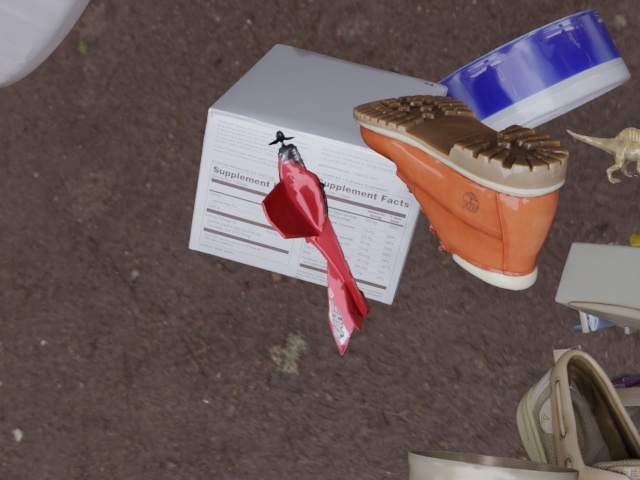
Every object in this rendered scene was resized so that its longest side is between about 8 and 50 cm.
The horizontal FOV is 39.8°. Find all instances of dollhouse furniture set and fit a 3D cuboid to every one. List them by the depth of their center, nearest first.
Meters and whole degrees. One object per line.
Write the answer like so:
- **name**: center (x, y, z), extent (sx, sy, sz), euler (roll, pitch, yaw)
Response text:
- **dollhouse furniture set**: center (0.544, 0.136, 1.523), extent (0.198, 0.286, 0.303), euler (-14, 82, 44)

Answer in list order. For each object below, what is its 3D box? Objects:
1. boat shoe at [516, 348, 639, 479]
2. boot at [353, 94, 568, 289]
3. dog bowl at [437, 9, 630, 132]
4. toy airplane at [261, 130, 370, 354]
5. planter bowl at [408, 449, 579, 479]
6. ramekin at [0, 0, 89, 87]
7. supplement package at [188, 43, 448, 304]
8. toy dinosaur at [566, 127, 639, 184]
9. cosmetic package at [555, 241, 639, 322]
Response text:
- **boat shoe**: center (0.302, 0.268, 0.910), extent (0.121, 0.110, 0.341), euler (1, 44, -21)
- **boot**: center (0.069, -0.032, 0.498), extent (0.059, 0.085, 0.158), euler (-18, 33, -24)
- **dog bowl**: center (0.283, -0.211, 1.228), extent (0.265, 0.265, 0.104), euler (-25, 89, 10)
- **toy airplane**: center (0.000, 0.000, 0.569), extent (0.028, 0.151, 0.151), euler (-19, 64, 11)
- **planter bowl**: center (0.159, 0.264, 0.843), extent (0.162, 0.162, 0.109), euler (3, 80, 21)
- **ramekin**: center (-0.252, -0.233, 0.637), extent (0.273, 0.127, 0.273), euler (-19, 60, 37)
- **supplement package**: center (0.008, -0.082, 0.900), extent (0.204, 0.262, 0.145), euler (15, 116, 5)
- **toy dinosaur**: center (0.505, -0.144, 1.466), extent (0.183, 0.093, 0.053), euler (14, 32, 36)
- **cosmetic package**: center (0.514, 0.081, 1.355), extent (0.160, 0.309, 0.113), euler (19, 87, -13)
